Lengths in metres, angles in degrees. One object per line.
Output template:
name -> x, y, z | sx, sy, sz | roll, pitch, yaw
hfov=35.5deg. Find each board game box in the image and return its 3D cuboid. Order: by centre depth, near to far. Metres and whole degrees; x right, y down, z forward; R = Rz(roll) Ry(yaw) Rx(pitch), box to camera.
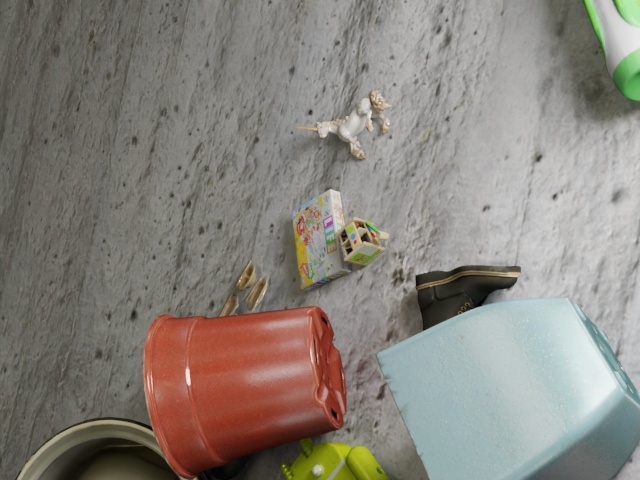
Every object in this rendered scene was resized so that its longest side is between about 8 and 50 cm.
board game box -> 0.000, 0.000, 1.771 | 0.103, 0.026, 0.154 | -27, 60, 38

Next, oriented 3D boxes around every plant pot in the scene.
plant pot -> 0.268, 0.213, 1.284 | 0.252, 0.248, 0.247 | -34, 54, 16
plant pot -> -0.109, 0.228, 1.622 | 0.265, 0.272, 0.273 | -12, 67, 11

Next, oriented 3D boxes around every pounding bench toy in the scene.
pounding bench toy -> 0.075, -0.009, 1.676 | 0.083, 0.052, 0.065 | -41, 52, 31

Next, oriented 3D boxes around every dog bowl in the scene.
dog bowl -> -0.358, 0.525, 1.805 | 0.407, 0.150, 0.408 | -3, 80, 14

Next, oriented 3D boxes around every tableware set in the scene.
tableware set -> -0.149, 0.114, 1.862 | 0.141, 0.020, 0.169 | -57, 20, 8

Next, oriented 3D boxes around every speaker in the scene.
speaker -> 0.417, -0.340, 1.355 | 0.131, 0.131, 0.297 | -32, 58, 37

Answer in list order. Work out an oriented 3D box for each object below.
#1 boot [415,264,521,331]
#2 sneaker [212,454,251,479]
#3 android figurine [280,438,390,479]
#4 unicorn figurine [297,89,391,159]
boot -> 0.222, 0.109, 1.485 | 0.198, 0.076, 0.137 | -17, 71, 57
sneaker -> -0.216, 0.321, 1.857 | 0.130, 0.109, 0.286 | -61, 42, 24
android figurine -> 0.022, 0.438, 1.607 | 0.248, 0.056, 0.273 | -54, 48, 22
unicorn figurine -> 0.055, -0.200, 1.755 | 0.162, 0.060, 0.111 | -38, 52, 13
